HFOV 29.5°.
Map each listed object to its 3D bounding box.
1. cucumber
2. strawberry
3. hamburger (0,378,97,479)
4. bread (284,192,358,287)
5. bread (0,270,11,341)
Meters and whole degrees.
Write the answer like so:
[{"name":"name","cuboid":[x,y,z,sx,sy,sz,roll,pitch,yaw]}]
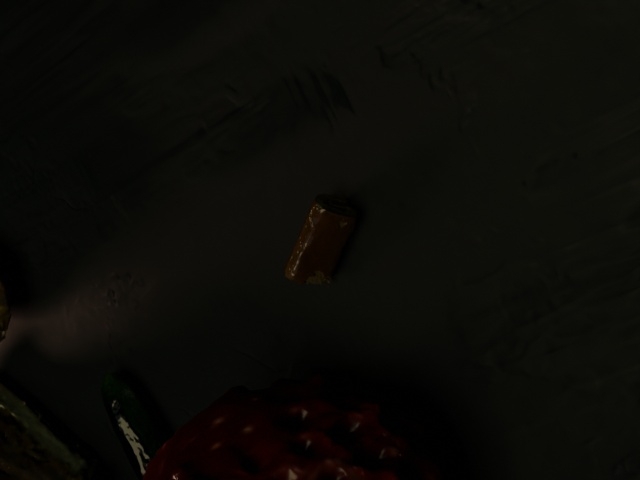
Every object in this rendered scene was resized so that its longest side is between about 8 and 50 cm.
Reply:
[{"name":"cucumber","cuboid":[-0.146,0.258,1.243,0.056,0.056,0.284,-42,77,37]},{"name":"strawberry","cuboid":[-0.055,0.293,1.003,0.295,0.345,0.317,45,125,17]},{"name":"hamburger","cuboid":[-0.371,0.288,1.335,0.288,0.167,0.192,33,119,22]},{"name":"bread","cuboid":[0.000,0.000,1.057,0.036,0.047,0.083,58,133,45]},{"name":"bread","cuboid":[-0.424,0.060,1.337,0.190,0.114,0.132,18,125,39]}]
